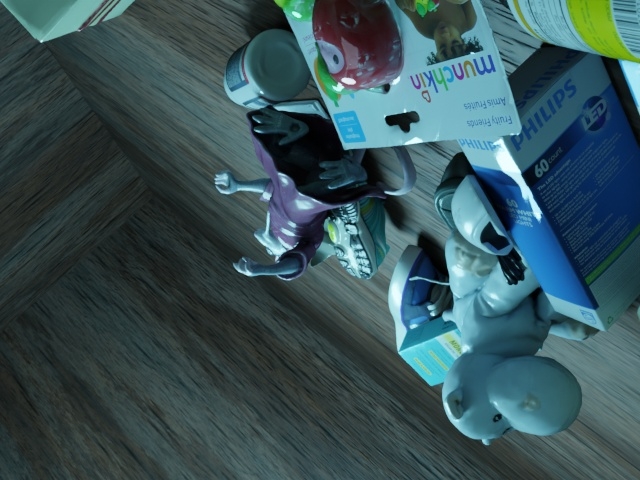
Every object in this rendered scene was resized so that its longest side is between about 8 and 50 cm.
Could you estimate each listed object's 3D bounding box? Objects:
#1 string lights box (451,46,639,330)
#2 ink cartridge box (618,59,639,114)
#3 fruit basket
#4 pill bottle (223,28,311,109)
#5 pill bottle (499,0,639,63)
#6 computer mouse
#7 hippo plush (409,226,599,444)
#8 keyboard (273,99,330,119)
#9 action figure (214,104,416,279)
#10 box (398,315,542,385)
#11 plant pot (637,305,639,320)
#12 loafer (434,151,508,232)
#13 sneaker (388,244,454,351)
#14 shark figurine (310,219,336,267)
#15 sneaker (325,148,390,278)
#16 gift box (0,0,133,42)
[{"bbox_3d":[0.255,-0.048,0.659,0.260,0.133,0.077,53,167,-26],"label":"string lights box"},{"bbox_3d":[0.332,-0.077,0.472,0.203,0.086,0.148,52,164,-28],"label":"ink cartridge box"},{"bbox_3d":[0.016,-0.248,0.620,0.327,0.165,0.353,13,125,64],"label":"fruit basket"},{"bbox_3d":[-0.095,-0.270,1.061,0.108,0.108,0.180,50,164,-19],"label":"pill bottle"},{"bbox_3d":[0.202,-0.181,0.429,0.117,0.117,0.215,54,179,-31],"label":"pill bottle"},{"bbox_3d":[0.177,-0.015,0.717,0.193,0.042,0.106,36,-151,-59],"label":"computer mouse"},{"bbox_3d":[0.224,0.129,0.856,0.294,0.237,0.234,-8,138,37],"label":"hippo plush"},{"bbox_3d":[-0.047,-0.230,1.232,0.072,0.014,0.256,47,166,-27],"label":"keyboard"},{"bbox_3d":[-0.032,-0.074,1.110,0.370,0.275,0.248,101,155,-61],"label":"action figure"},{"bbox_3d":[0.262,0.175,1.152,0.100,0.060,0.244,46,133,-13],"label":"box"},{"bbox_3d":[0.421,0.127,0.555,0.274,0.256,0.256,56,173,30],"label":"plant pot"},{"bbox_3d":[0.243,-0.015,0.938,0.096,0.084,0.267,-6,139,31],"label":"loafer"},{"bbox_3d":[0.266,0.155,1.264,0.236,0.130,0.323,17,140,25],"label":"sneaker"},{"bbox_3d":[0.020,0.015,1.516,0.166,0.116,0.278,50,166,-23],"label":"shark figurine"},{"bbox_3d":[0.061,-0.063,1.205,0.107,0.110,0.275,8,127,39],"label":"sneaker"},{"bbox_3d":[-0.246,-0.394,0.736,0.276,0.258,0.255,45,-154,-19],"label":"gift box"}]
